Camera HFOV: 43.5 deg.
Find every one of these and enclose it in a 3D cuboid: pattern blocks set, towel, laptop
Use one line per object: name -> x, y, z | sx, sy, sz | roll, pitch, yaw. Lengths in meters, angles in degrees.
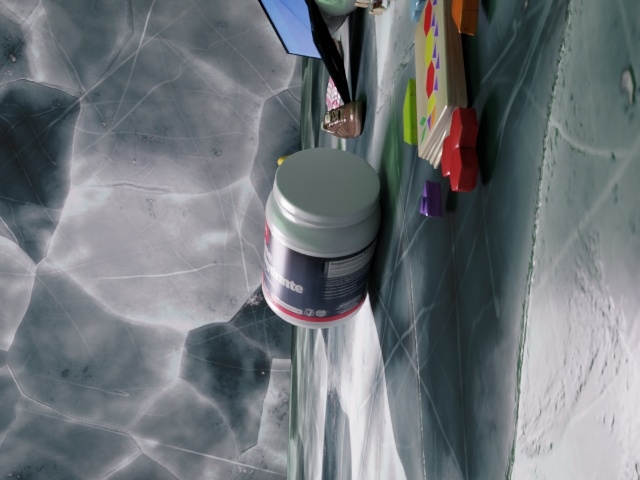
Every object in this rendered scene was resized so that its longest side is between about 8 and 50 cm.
pattern blocks set -> 0.131, -0.186, 0.884 | 0.285, 0.026, 0.324 | 121, 150, -79
towel -> 0.032, -0.394, 2.029 | 0.144, 0.029, 0.197 | -94, 8, -52
laptop -> -0.042, -0.416, 1.725 | 0.234, 0.137, 0.264 | 55, -158, -52

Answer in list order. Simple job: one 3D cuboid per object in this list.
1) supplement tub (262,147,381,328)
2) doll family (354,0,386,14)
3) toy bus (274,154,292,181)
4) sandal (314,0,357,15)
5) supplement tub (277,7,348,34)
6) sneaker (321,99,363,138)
supplement tub -> 0.000, 0.000, 1.355 | 0.191, 0.191, 0.272 | -94, 7, -45
doll family -> 0.086, -0.435, 1.259 | 0.193, 0.076, 0.111 | 179, 97, -80
toy bus -> -0.012, -0.086, 1.920 | 0.211, 0.150, 0.220 | -146, 54, -65
sandal -> 0.039, -0.663, 1.595 | 0.102, 0.169, 0.416 | -18, -64, -52
supplement tub -> -0.032, -0.632, 1.911 | 0.316, 0.194, 0.193 | -95, 8, -46
sneaker -> 0.043, -0.239, 1.620 | 0.188, 0.071, 0.066 | 132, 140, -82
